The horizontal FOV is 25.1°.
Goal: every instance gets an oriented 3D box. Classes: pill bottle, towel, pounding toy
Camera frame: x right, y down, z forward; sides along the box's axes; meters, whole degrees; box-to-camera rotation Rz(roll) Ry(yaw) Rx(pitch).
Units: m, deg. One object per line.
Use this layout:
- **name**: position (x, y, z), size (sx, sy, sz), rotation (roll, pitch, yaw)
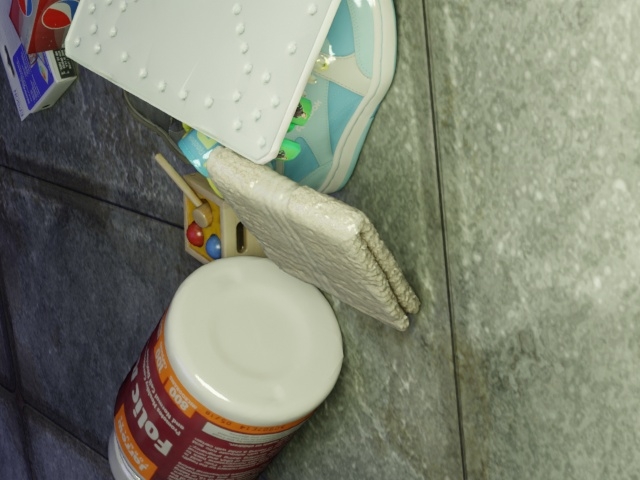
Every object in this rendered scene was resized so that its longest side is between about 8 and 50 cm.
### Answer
- **pill bottle**: position (-0.139, 0.204, 1.855), size (0.224, 0.224, 0.392), rotation (63, 148, 20)
- **towel**: position (0.000, 0.000, 1.524), size (0.187, 0.049, 0.282), rotation (25, 166, 24)
- **pounding toy**: position (-0.139, -0.039, 1.869), size (0.130, 0.100, 0.141), rotation (32, 129, 49)

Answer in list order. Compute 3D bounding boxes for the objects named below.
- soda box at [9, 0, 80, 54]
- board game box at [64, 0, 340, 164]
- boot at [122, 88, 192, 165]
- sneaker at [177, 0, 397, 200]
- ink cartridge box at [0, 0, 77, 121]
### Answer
- **soda box**: position (-0.392, -0.396, 2.139), size (0.083, 0.092, 0.263), rotation (61, 148, 24)
- **board game box**: position (-0.086, -0.316, 1.506), size (0.390, 0.050, 0.390), rotation (31, 101, 43)
- **boot**: position (-0.184, -0.222, 1.889), size (0.189, 0.076, 0.208), rotation (41, 145, 23)
- **sneaker**: position (-0.044, -0.159, 1.549), size (0.127, 0.208, 0.319), rotation (53, 143, 36)
- **ink cartridge box**: position (-0.474, -0.323, 2.355), size (0.208, 0.045, 0.206), rotation (-26, 80, 58)
